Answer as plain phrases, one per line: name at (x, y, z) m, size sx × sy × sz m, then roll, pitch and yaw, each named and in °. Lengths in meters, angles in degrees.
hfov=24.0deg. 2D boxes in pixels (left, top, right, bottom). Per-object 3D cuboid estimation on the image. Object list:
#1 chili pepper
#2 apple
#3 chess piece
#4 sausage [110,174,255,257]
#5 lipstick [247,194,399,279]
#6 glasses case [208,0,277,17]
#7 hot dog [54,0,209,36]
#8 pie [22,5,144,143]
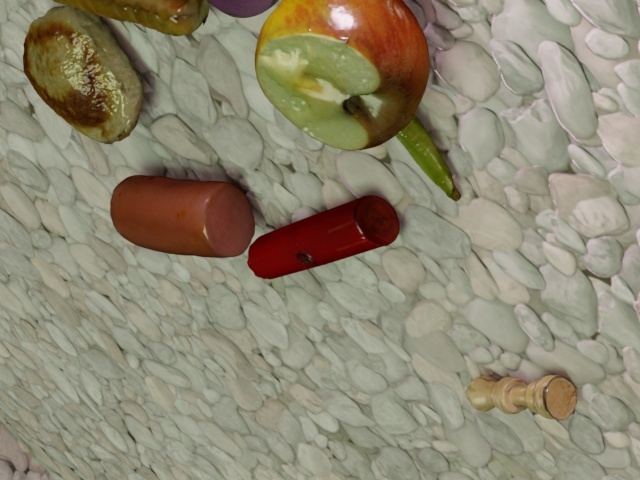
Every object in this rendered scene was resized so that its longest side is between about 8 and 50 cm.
chili pepper at (0.102, -0.123, 1.746) m, size 0.208 × 0.043 × 0.049 m, roll 50°, pitch 137°, yaw -11°
apple at (0.031, -0.197, 1.619) m, size 0.173 × 0.160 × 0.195 m, roll 36°, pitch 151°, yaw 22°
chess piece at (0.252, 0.201, 1.954) m, size 0.172 × 0.060 × 0.060 m, roll -4°, pitch 125°, yaw 55°
sausage at (-0.208, -0.035, 2.158) m, size 0.259 × 0.113 × 0.113 m, roll 6°, pitch 133°, yaw 47°
lipstick at (-0.001, -0.001, 1.990) m, size 0.073 × 0.073 × 0.279 m, roll 52°, pitch 148°, yaw -13°
glasses case at (-0.152, -0.387, 1.687) m, size 0.123 × 0.076 × 0.316 m, roll -4°, pitch 125°, yaw 54°
hot dog at (-0.255, -0.315, 1.906) m, size 0.289 × 0.083 × 0.068 m, roll 23°, pitch 163°, yaw 32°
pie at (-0.328, -0.226, 2.089) m, size 0.205 × 0.084 × 0.179 m, roll 56°, pitch 148°, yaw -13°
